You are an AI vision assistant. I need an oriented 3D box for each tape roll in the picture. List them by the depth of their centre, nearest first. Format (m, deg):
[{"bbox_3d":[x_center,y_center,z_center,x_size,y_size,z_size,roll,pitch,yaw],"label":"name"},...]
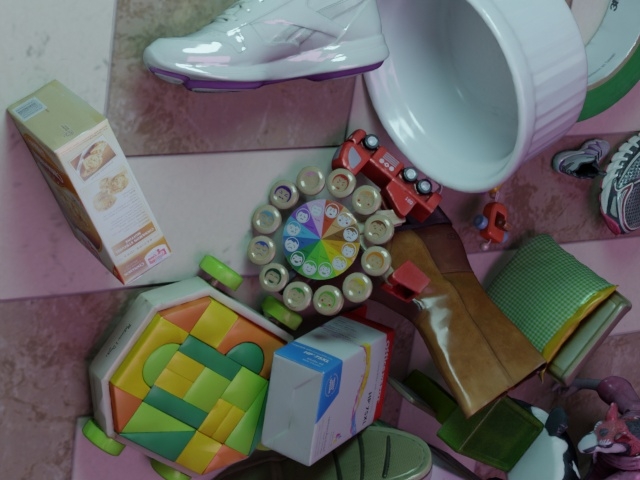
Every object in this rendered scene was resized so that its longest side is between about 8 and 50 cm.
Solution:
[{"bbox_3d":[0.323,-0.314,1.874,0.321,0.077,0.321,-16,121,-28],"label":"tape roll"}]

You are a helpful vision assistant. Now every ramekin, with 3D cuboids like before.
[{"bbox_3d":[0.186,-0.207,1.709,0.135,0.277,0.277,-27,125,-30],"label":"ramekin"}]

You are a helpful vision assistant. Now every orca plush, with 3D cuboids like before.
[{"bbox_3d":[0.299,0.305,2.010,0.102,0.287,0.151,35,83,-23],"label":"orca plush"}]

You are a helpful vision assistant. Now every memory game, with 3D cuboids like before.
[{"bbox_3d":[0.000,0.000,1.750,0.186,0.186,0.012,-59,163,3],"label":"memory game"}]

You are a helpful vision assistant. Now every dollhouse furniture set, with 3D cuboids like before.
[{"bbox_3d":[0.246,0.129,1.941,0.301,0.197,0.151,-52,141,4],"label":"dollhouse furniture set"}]

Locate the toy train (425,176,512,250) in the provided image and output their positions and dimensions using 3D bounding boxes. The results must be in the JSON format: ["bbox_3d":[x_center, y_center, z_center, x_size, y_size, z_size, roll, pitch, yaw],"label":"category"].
[{"bbox_3d":[0.212,-0.068,1.905,0.166,0.046,0.125,36,61,-38],"label":"toy train"}]

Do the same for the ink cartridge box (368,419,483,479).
[{"bbox_3d":[0.139,0.337,2.010,0.212,0.154,0.093,32,92,-40],"label":"ink cartridge box"}]

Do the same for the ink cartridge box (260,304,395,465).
[{"bbox_3d":[0.023,0.179,1.847,0.231,0.078,0.134,-25,129,-55],"label":"ink cartridge box"}]

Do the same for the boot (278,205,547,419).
[{"bbox_3d":[0.113,0.106,1.813,0.264,0.280,0.096,-21,161,-34],"label":"boot"}]

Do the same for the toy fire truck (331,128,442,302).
[{"bbox_3d":[0.077,-0.032,1.775,0.192,0.047,0.135,40,66,0],"label":"toy fire truck"}]

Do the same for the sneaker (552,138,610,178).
[{"bbox_3d":[0.382,-0.108,2.018,0.098,0.069,0.038,-24,124,-24],"label":"sneaker"}]

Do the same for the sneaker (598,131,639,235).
[{"bbox_3d":[0.523,-0.119,2.083,0.299,0.112,0.121,-42,129,-9],"label":"sneaker"}]

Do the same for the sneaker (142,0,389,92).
[{"bbox_3d":[-0.066,-0.247,1.637,0.305,0.114,0.152,-12,101,-31],"label":"sneaker"}]

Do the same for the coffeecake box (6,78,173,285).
[{"bbox_3d":[-0.249,-0.063,1.556,0.068,0.142,0.185,-34,127,-16],"label":"coffeecake box"}]

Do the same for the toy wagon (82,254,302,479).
[{"bbox_3d":[-0.128,0.185,1.809,0.344,0.068,0.267,35,90,-40],"label":"toy wagon"}]

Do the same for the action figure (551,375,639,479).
[{"bbox_3d":[0.461,0.341,2.141,0.370,0.275,0.248,70,33,-65],"label":"action figure"}]

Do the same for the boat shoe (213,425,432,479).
[{"bbox_3d":[0.009,0.329,1.893,0.302,0.113,0.103,-13,130,13],"label":"boat shoe"}]
